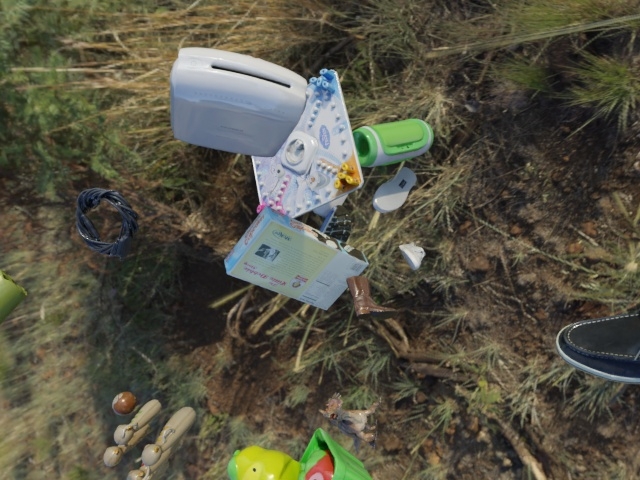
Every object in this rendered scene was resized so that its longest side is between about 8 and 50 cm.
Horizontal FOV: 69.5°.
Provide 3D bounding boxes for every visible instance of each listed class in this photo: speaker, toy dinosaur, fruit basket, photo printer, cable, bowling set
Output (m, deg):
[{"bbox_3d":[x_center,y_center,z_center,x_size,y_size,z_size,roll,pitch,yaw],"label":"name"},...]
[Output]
[{"bbox_3d":[0.226,-0.313,1.469,0.131,0.297,0.131,25,124,45],"label":"speaker"},{"bbox_3d":[0.096,0.621,1.587,0.201,0.127,0.295,7,136,7],"label":"toy dinosaur"},{"bbox_3d":[-0.081,0.705,1.263,0.283,0.392,0.391,-178,68,-78],"label":"fruit basket"},{"bbox_3d":[-0.173,-0.271,0.937,0.307,0.256,0.107,160,118,-71],"label":"photo printer"},{"bbox_3d":[-0.476,-0.047,1.025,0.151,0.047,0.184,33,126,8],"label":"cable"},{"bbox_3d":[-0.432,0.462,1.053,0.200,0.154,0.286,32,119,8],"label":"bowling set"}]

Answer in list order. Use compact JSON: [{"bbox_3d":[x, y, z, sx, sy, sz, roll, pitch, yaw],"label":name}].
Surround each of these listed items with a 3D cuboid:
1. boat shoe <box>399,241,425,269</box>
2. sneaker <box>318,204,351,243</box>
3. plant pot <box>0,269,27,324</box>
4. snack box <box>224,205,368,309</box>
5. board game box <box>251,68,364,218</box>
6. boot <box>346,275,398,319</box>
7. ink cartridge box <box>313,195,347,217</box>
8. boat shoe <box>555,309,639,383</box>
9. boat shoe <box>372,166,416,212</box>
[{"bbox_3d":[0.298,0.044,1.463,0.063,0.184,0.066,-25,95,5],"label":"boat shoe"},{"bbox_3d":[0.000,0.000,1.754,0.147,0.130,0.329,51,125,40],"label":"sneaker"},{"bbox_3d":[-0.411,0.076,0.563,0.083,0.079,0.083,35,157,18],"label":"plant pot"},{"bbox_3d":[-0.055,0.055,1.166,0.187,0.322,0.060,-50,37,21],"label":"snack box"},{"bbox_3d":[-0.078,-0.277,1.432,0.390,0.050,0.389,-22,73,33],"label":"board game box"},{"bbox_3d":[0.119,0.128,1.072,0.114,0.107,0.037,-104,26,-42],"label":"boot"},{"bbox_3d":[0.020,-0.193,1.785,0.158,0.092,0.218,-59,23,13],"label":"ink cartridge box"},{"bbox_3d":[0.746,0.198,0.953,0.500,0.186,0.156,-9,123,48],"label":"boat shoe"},{"bbox_3d":[0.240,-0.162,1.582,0.096,0.267,0.088,41,137,-3],"label":"boat shoe"}]
